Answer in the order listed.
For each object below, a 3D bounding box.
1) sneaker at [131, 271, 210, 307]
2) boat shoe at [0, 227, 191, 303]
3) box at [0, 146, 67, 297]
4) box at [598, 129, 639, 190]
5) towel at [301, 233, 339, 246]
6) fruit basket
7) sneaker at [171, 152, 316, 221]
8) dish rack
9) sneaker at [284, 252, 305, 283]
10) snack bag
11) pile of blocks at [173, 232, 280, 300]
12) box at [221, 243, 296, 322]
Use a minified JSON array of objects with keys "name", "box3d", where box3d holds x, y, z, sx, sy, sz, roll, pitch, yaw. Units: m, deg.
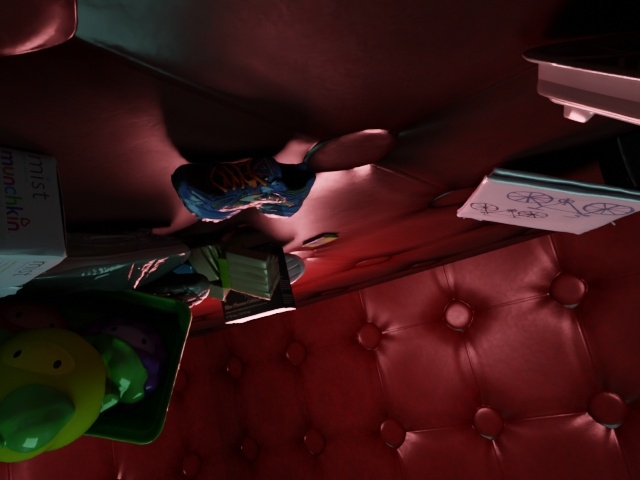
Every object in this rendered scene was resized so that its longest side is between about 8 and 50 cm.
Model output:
[{"name":"sneaker","box3d":[-0.337,0.078,0.965,0.267,0.106,0.101,-8,151,18]},{"name":"boat shoe","box3d":[-0.363,0.022,0.801,0.320,0.103,0.118,-9,157,-42]},{"name":"box","box3d":[-0.440,-0.001,0.509,0.261,0.127,0.231,-22,166,34]},{"name":"box","box3d":[0.691,-0.165,0.981,0.207,0.108,0.153,-15,168,13]},{"name":"towel","box3d":[0.000,0.000,1.242,0.083,0.010,0.060,-22,165,40]},{"name":"fruit basket","box3d":[-0.414,0.190,0.788,0.391,0.283,0.392,9,158,3]},{"name":"sneaker","box3d":[-0.095,-0.082,0.659,0.221,0.083,0.087,-8,154,-47]},{"name":"dish rack","box3d":[0.378,-0.134,0.432,0.285,0.072,0.333,-11,-153,-10]},{"name":"sneaker","box3d":[-0.137,0.084,1.340,0.258,0.094,0.091,-18,-172,34]},{"name":"snack bag","box3d":[0.492,-0.077,1.094,0.322,0.037,0.342,9,171,7]},{"name":"pile of blocks","box3d":[-0.237,0.046,1.052,0.362,0.149,0.113,-9,-146,27]},{"name":"box","box3d":[-0.160,0.107,1.204,0.155,0.158,0.093,-16,168,14]}]
